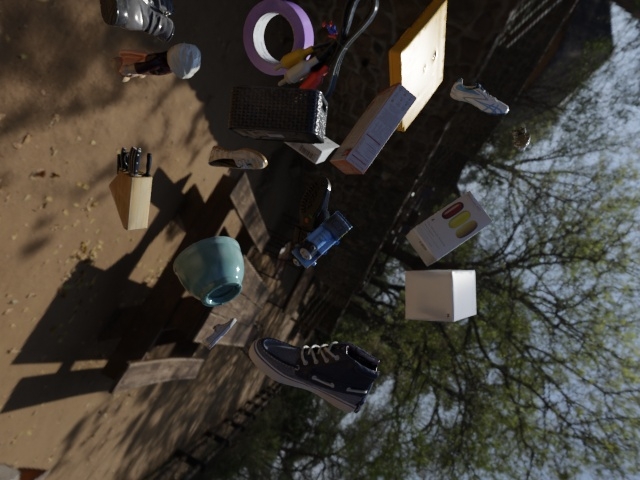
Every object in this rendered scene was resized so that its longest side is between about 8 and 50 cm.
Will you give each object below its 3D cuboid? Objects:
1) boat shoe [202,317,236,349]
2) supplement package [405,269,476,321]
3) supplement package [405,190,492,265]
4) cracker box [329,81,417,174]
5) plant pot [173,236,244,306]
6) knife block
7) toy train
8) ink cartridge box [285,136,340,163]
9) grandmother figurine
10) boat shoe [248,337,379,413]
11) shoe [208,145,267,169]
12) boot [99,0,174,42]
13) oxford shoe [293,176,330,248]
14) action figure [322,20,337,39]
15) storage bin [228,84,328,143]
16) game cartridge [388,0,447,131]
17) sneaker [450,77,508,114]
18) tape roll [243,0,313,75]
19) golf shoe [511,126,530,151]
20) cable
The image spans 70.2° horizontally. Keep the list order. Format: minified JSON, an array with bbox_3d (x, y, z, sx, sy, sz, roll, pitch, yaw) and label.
[{"bbox_3d":[-0.251,0.222,1.125,0.100,0.035,0.035,-46,179,-30],"label":"boat shoe"},{"bbox_3d":[0.447,0.195,1.673,0.292,0.177,0.176,5,84,-57],"label":"supplement package"},{"bbox_3d":[0.445,-0.040,1.589,0.244,0.139,0.134,-34,171,-7],"label":"supplement package"},{"bbox_3d":[0.130,-0.279,1.166,0.232,0.067,0.155,-54,-165,0],"label":"cracker box"},{"bbox_3d":[-0.443,0.152,1.908,0.292,0.196,0.293,-23,152,-13],"label":"plant pot"},{"bbox_3d":[-0.696,-0.207,1.726,0.242,0.276,0.088,-29,169,39],"label":"knife block"},{"bbox_3d":[0.000,0.000,1.256,0.184,0.080,0.105,-41,177,-24],"label":"toy train"},{"bbox_3d":[-0.045,-0.359,1.644,0.066,0.189,0.232,-57,174,19],"label":"ink cartridge box"},{"bbox_3d":[-0.472,-0.513,1.313,0.208,0.342,0.104,-45,131,-37],"label":"grandmother figurine"},{"bbox_3d":[-0.007,0.309,1.193,0.158,0.340,0.127,-60,-172,24],"label":"boat shoe"},{"bbox_3d":[-0.260,-0.246,1.412,0.058,0.218,0.077,-62,147,-25],"label":"shoe"},{"bbox_3d":[-0.583,-0.815,1.438,0.222,0.118,0.339,-11,101,-54],"label":"boot"},{"bbox_3d":[-0.009,-0.078,1.345,0.096,0.082,0.228,-2,117,-45],"label":"oxford shoe"},{"bbox_3d":[0.043,-0.635,1.401,0.038,0.115,0.030,-7,141,-28],"label":"action figure"},{"bbox_3d":[-0.082,-0.250,0.915,0.122,0.180,0.085,-13,109,-80],"label":"storage bin"},{"bbox_3d":[0.305,-0.542,1.426,0.324,0.052,0.285,-52,149,-28],"label":"game cartridge"},{"bbox_3d":[0.620,-0.550,1.750,0.085,0.237,0.086,-72,-176,-54],"label":"sneaker"},{"bbox_3d":[-0.169,-0.807,1.817,0.090,0.274,0.275,-45,161,-58],"label":"tape roll"},{"bbox_3d":[0.820,-0.395,1.844,0.086,0.069,0.176,62,31,-23],"label":"golf shoe"},{"bbox_3d":[0.024,-0.420,1.014,0.287,0.140,0.072,-34,177,34],"label":"cable"}]
